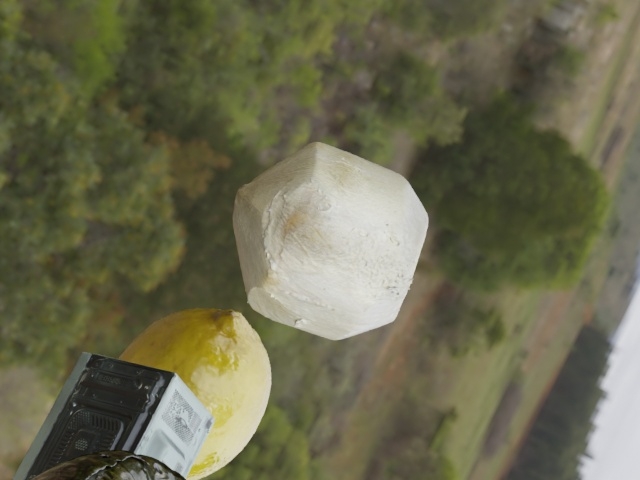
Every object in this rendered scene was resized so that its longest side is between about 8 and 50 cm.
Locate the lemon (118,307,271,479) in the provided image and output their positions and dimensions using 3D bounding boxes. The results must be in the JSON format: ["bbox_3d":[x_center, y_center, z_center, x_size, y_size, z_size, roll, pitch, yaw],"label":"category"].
[{"bbox_3d":[-0.194,0.226,2.304,0.263,0.236,0.236,-26,180,18],"label":"lemon"}]

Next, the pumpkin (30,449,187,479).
[{"bbox_3d":[-0.189,0.309,1.492,0.159,0.238,0.238,-40,-173,40],"label":"pumpkin"}]

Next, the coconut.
[{"bbox_3d":[0.000,0.000,2.061,0.245,0.247,0.245,-161,-90,-83],"label":"coconut"}]

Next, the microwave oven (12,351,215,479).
[{"bbox_3d":[-0.242,0.251,1.825,0.208,0.162,0.122,-64,145,-25],"label":"microwave oven"}]
